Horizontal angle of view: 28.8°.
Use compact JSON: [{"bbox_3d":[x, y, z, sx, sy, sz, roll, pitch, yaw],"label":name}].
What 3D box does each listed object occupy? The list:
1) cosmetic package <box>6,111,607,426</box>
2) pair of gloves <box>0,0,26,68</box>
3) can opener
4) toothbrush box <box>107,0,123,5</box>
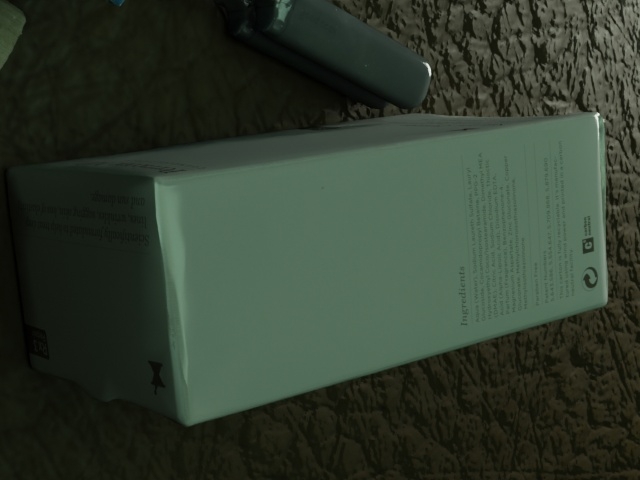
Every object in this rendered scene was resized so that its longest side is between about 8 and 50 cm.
[{"bbox_3d":[0.000,0.000,0.889,0.385,0.217,0.156,-10,100,-39],"label":"cosmetic package"},{"bbox_3d":[-0.257,-0.227,0.777,0.204,0.042,0.240,24,86,-42],"label":"pair of gloves"},{"bbox_3d":[-0.025,-0.190,0.939,0.283,0.076,0.095,22,81,-38],"label":"can opener"},{"bbox_3d":[-0.138,-0.324,0.724,0.216,0.126,0.295,36,85,-41],"label":"toothbrush box"}]
